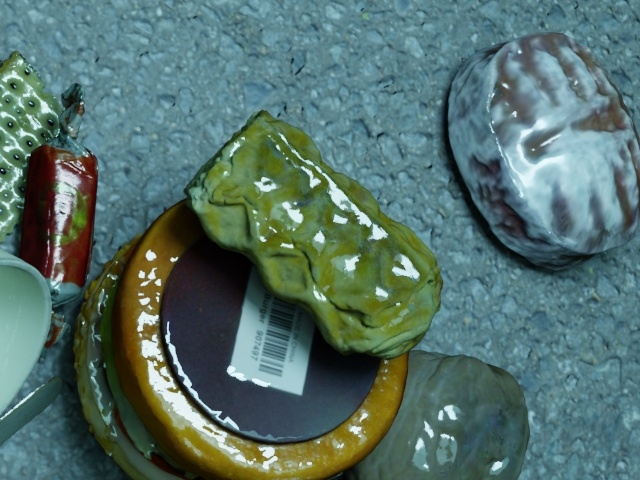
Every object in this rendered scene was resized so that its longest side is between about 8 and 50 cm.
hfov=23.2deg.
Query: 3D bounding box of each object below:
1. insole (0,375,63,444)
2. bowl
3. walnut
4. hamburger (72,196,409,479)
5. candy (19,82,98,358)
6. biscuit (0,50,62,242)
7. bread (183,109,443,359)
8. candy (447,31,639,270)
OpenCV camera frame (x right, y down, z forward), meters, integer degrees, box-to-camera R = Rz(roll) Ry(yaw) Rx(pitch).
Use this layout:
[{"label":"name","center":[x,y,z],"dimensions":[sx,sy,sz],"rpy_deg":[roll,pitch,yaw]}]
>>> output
[{"label":"insole","center":[-0.335,0.201,1.600],"dimensions":[0.004,0.064,0.188],"rpy_deg":[39,59,21]},{"label":"bowl","center":[-0.405,0.095,1.497],"dimensions":[0.145,0.277,0.277],"rpy_deg":[36,64,25]},{"label":"walnut","center":[0.128,0.231,1.721],"dimensions":[0.224,0.224,0.224],"rpy_deg":[4,79,-23]},{"label":"hamburger","center":[-0.086,0.115,1.615],"dimensions":[0.330,0.250,0.330],"rpy_deg":[7,68,-18]},{"label":"candy","center":[-0.276,-0.021,1.636],"dimensions":[0.059,0.086,0.292],"rpy_deg":[8,86,-37]},{"label":"biscuit","center":[-0.345,-0.087,1.667],"dimensions":[0.144,0.016,0.203],"rpy_deg":[46,68,-10]},{"label":"bread","center":[0.000,0.000,1.477],"dimensions":[0.267,0.130,0.152],"rpy_deg":[42,53,-1]},{"label":"candy","center":[0.276,-0.110,1.863],"dimensions":[0.214,0.157,0.290],"rpy_deg":[-26,92,-29]}]
